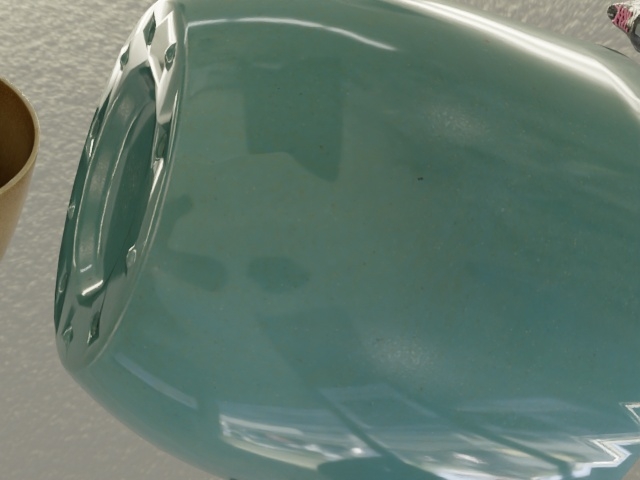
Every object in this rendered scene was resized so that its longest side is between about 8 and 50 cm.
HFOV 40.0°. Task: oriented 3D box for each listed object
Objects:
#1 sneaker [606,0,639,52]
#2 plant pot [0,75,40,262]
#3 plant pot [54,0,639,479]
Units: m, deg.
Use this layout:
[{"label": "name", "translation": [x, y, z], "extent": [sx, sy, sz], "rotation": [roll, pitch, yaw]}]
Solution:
[{"label": "sneaker", "translation": [0.296, -0.206, 0.828], "extent": [0.057, 0.119, 0.047], "rotation": [21, -65, 17]}, {"label": "plant pot", "translation": [-0.431, -0.031, 0.953], "extent": [0.237, 0.237, 0.254], "rotation": [29, -43, 6]}, {"label": "plant pot", "translation": [0.000, 0.000, 0.462], "extent": [0.235, 0.293, 0.293], "rotation": [14, -79, -26]}]
